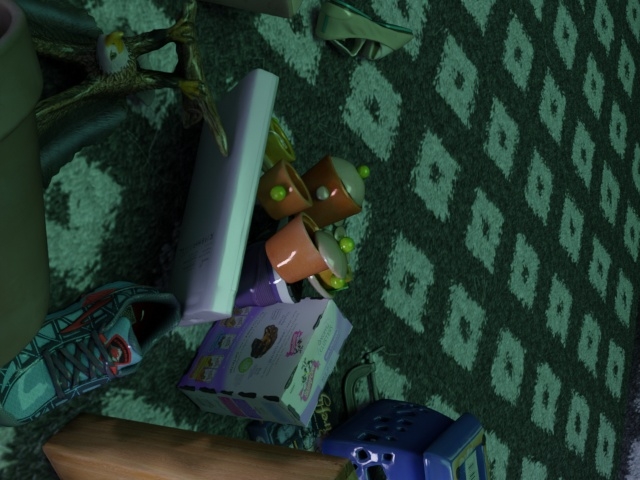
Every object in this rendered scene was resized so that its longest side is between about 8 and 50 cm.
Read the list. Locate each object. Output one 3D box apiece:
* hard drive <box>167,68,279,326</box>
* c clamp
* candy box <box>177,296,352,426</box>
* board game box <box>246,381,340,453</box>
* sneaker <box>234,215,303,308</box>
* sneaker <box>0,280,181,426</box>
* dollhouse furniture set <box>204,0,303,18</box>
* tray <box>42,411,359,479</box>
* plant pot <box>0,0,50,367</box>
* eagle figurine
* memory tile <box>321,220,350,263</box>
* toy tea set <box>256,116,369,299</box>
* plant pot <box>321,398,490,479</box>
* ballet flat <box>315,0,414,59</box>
[{"bbox_3d":[-0.135,-0.047,1.021,0.040,0.203,0.308,17,74,-24],"label":"hard drive"},{"bbox_3d":[0.089,0.282,1.421,0.137,0.022,0.161,-8,94,-52],"label":"c clamp"},{"bbox_3d":[-0.076,0.161,1.081,0.070,0.196,0.165,54,50,-34],"label":"candy box"},{"bbox_3d":[-0.022,0.366,1.260,0.165,0.042,0.243,-31,112,-48],"label":"board game box"},{"bbox_3d":[-0.089,0.021,1.136,0.283,0.124,0.107,-69,145,-76],"label":"sneaker"},{"bbox_3d":[-0.267,0.119,0.900,0.262,0.125,0.104,-40,118,-45],"label":"sneaker"},{"bbox_3d":[-0.079,-0.535,1.009,0.394,0.361,0.257,80,30,-57],"label":"dollhouse furniture set"},{"bbox_3d":[-0.119,0.308,0.846,0.076,0.410,0.203,-41,119,-44],"label":"tray"},{"bbox_3d":[-0.368,-0.026,0.672,0.323,0.323,0.281,-48,140,-41],"label":"plant pot"},{"bbox_3d":[-0.275,-0.193,0.898,0.298,0.225,0.226,-15,57,-22],"label":"eagle figurine"},{"bbox_3d":[0.000,0.000,1.333,0.148,0.012,0.113,-10,96,-52],"label":"memory tile"},{"bbox_3d":[0.005,-0.048,1.035,0.200,0.124,0.336,51,15,-36],"label":"toy tea set"},{"bbox_3d":[0.155,0.403,1.282,0.236,0.212,0.236,-13,96,-60],"label":"plant pot"},{"bbox_3d":[0.079,-0.369,1.414,0.248,0.086,0.086,2,87,-50],"label":"ballet flat"}]
